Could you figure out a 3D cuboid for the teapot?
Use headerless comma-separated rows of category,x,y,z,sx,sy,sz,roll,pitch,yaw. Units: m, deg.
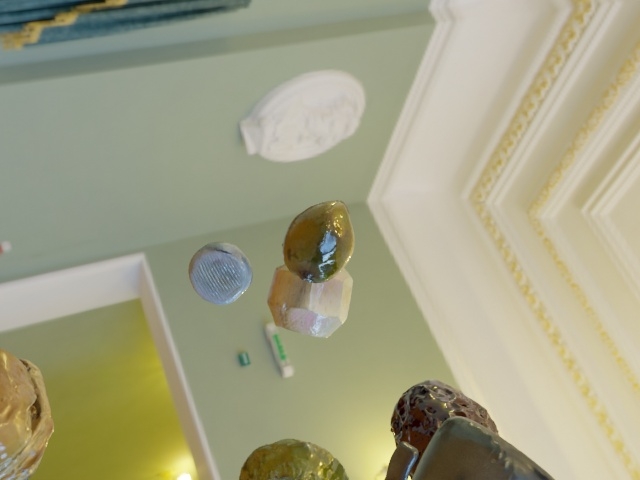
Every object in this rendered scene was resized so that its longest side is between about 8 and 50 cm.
teapot,0.190,0.410,1.136,0.223,0.285,0.305,34,-11,24

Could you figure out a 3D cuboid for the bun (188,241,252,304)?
bun,-0.217,0.067,1.778,0.083,0.140,0.141,-84,168,-72

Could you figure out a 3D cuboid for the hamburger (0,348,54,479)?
hamburger,-0.666,0.357,1.551,0.304,0.284,0.174,51,-4,45

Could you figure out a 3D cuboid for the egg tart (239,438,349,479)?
egg tart,-0.045,0.397,1.246,0.078,0.197,0.197,-55,140,-69

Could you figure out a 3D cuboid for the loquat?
loquat,0.000,0.000,1.774,0.195,0.152,0.152,-65,-164,-14

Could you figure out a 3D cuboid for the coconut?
coconut,-0.030,0.127,2.097,0.236,0.197,0.237,-22,-119,48

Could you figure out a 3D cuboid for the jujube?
jujube,0.281,0.450,1.807,0.376,0.258,0.259,-170,-112,-81
